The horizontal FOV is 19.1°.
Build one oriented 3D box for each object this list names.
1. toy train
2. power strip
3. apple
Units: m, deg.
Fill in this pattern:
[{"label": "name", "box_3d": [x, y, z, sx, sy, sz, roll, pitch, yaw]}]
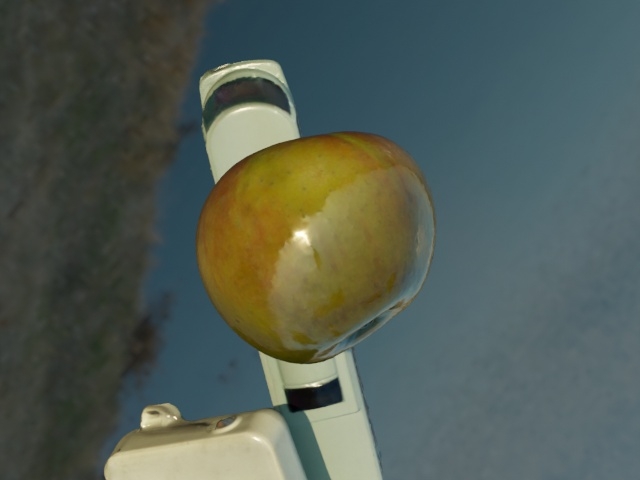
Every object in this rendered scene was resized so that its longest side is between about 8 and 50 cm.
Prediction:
[{"label": "toy train", "box_3d": [-0.013, 0.021, 0.853, 0.047, 0.043, 0.207, -96, 172, -70]}, {"label": "power strip", "box_3d": [-0.028, 0.158, 0.837, 0.035, 0.081, 0.192, -57, 132, -59]}, {"label": "apple", "box_3d": [0.000, 0.000, 0.682, 0.089, 0.074, 0.089, -31, 170, -6]}]
